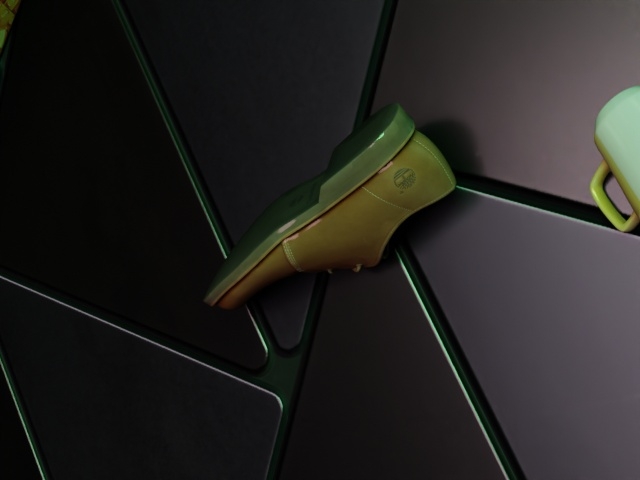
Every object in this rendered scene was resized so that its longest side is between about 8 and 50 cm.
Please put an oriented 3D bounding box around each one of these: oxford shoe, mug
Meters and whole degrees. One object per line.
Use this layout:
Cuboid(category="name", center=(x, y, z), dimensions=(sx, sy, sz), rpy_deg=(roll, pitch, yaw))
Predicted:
Cuboid(category="oxford shoe", center=(0.000, 0.000, 0.704), dimensions=(0.076, 0.076, 0.212), rpy_deg=(42, 128, -17))
Cuboid(category="mug", center=(0.181, -0.048, 0.597), dimensions=(0.078, 0.062, 0.064), rpy_deg=(-41, 61, 17))

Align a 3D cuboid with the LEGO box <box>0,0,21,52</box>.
Cuboid(category="LEGO box", center=(-0.508, -0.259, 0.943), dimensions=(0.500, 0.193, 0.372), rpy_deg=(32, 105, 28))
